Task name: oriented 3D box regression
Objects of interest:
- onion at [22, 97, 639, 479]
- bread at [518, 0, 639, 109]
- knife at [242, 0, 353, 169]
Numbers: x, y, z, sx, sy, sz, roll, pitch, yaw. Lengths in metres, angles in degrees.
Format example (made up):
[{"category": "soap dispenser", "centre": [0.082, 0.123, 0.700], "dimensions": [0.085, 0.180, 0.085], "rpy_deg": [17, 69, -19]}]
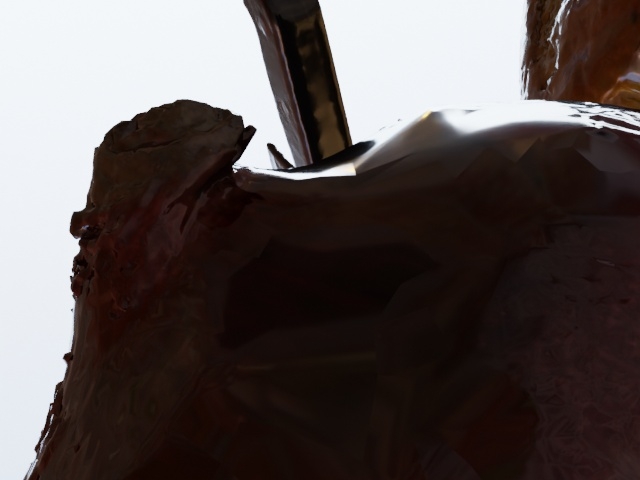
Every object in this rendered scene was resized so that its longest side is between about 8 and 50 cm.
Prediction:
[{"category": "onion", "centre": [0.000, 0.056, 0.440], "dimensions": [0.195, 0.272, 0.272], "rpy_deg": [48, -116, -4]}, {"category": "bread", "centre": [0.192, -0.130, 0.906], "dimensions": [0.156, 0.204, 0.288], "rpy_deg": [17, -136, -3]}, {"category": "knife", "centre": [0.000, 0.000, 0.623], "dimensions": [0.019, 0.245, 0.072], "rpy_deg": [-27, -138, -16]}]
